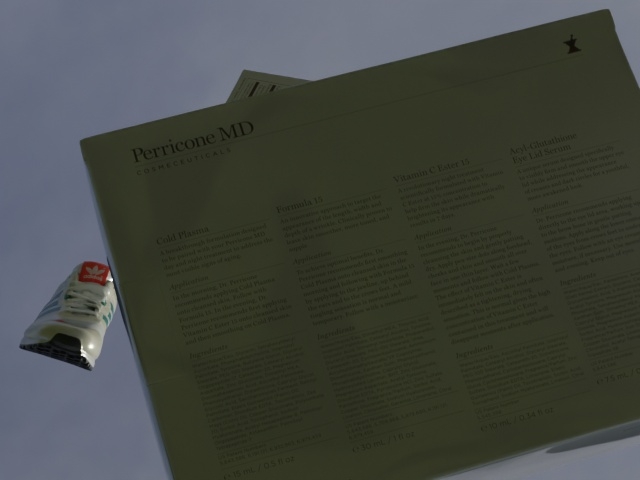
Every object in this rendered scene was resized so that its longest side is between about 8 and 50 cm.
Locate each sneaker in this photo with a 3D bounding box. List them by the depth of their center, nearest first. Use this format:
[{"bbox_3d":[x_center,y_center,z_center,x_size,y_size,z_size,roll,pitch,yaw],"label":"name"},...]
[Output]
[{"bbox_3d":[-0.181,0.050,1.180,0.057,0.161,0.075,18,-93,-5],"label":"sneaker"}]

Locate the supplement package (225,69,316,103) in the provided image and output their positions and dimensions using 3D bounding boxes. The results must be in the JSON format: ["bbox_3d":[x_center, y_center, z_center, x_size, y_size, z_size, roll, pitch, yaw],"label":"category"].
[{"bbox_3d":[0.000,0.000,1.506,0.145,0.262,0.204,14,-111,36],"label":"supplement package"}]

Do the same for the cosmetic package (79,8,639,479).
[{"bbox_3d":[0.059,0.026,1.060,0.377,0.097,0.284,-14,-109,-8],"label":"cosmetic package"}]
